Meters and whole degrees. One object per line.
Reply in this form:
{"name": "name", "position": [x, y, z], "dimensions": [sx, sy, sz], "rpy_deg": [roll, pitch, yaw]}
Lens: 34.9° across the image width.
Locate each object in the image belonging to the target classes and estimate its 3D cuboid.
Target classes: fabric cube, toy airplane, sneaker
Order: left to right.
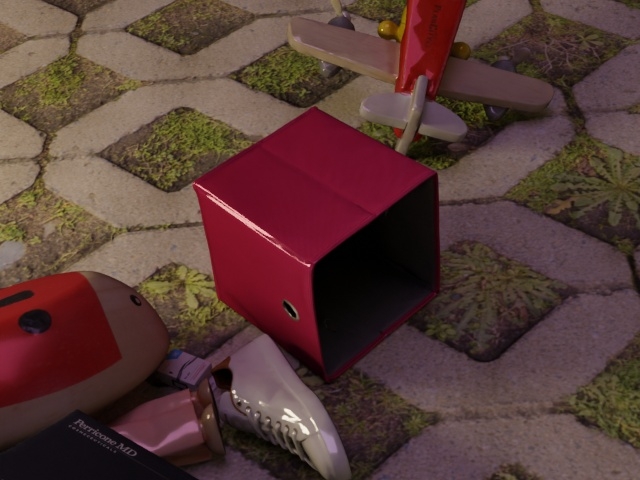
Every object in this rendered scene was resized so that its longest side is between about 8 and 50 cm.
{"name": "sneaker", "position": [-0.061, 0.248, 1.387], "dimensions": [0.123, 0.106, 0.290], "rpy_deg": [-27, 36, -15]}
{"name": "fabric cube", "position": [0.000, 0.000, 1.522], "dimensions": [0.259, 0.254, 0.258], "rpy_deg": [-36, 51, -27]}
{"name": "toy airplane", "position": [0.186, -0.327, 1.880], "dimensions": [0.384, 0.272, 0.386], "rpy_deg": [-31, 84, -11]}

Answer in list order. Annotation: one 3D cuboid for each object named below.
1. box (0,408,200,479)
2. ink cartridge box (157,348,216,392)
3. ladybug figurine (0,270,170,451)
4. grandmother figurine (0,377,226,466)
{"name": "box", "position": [-0.244, 0.380, 1.086], "dimensions": [0.343, 0.179, 0.312], "rpy_deg": [26, 22, 19]}
{"name": "ink cartridge box", "position": [-0.192, 0.196, 1.500], "dimensions": [0.083, 0.028, 0.048], "rpy_deg": [17, 48, 22]}
{"name": "ladybug figurine", "position": [-0.431, 0.164, 1.405], "dimensions": [0.449, 0.162, 0.305], "rpy_deg": [-23, 21, -27]}
{"name": "grandmother figurine", "position": [-0.304, 0.289, 1.373], "dimensions": [0.342, 0.104, 0.208], "rpy_deg": [-15, 22, -4]}
